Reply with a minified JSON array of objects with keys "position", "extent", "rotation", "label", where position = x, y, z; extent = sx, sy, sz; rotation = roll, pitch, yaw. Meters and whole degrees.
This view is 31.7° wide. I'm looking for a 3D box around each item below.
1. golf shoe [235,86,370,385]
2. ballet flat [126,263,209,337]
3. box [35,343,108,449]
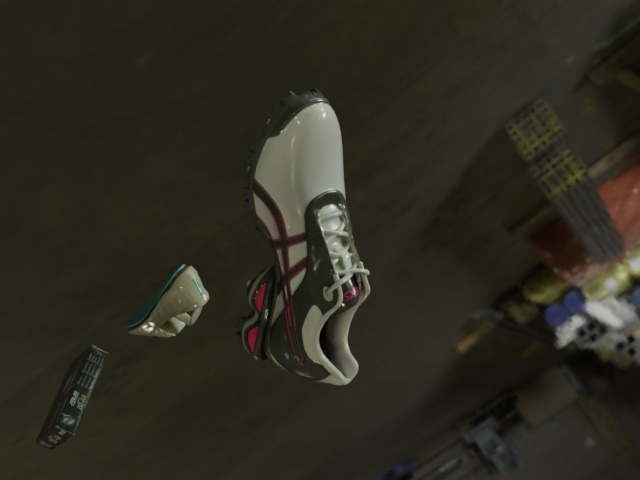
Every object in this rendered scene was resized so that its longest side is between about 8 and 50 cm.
[{"position":[0.000,0.000,1.015],"extent":[0.105,0.120,0.273],"rotation":[-21,125,-41],"label":"golf shoe"},{"position":[-0.247,0.118,1.850],"extent":[0.086,0.086,0.248],"rotation":[-23,171,-33],"label":"ballet flat"},{"position":[-0.224,0.142,1.016],"extent":[0.067,0.018,0.083],"rotation":[-36,-150,54],"label":"box"}]
